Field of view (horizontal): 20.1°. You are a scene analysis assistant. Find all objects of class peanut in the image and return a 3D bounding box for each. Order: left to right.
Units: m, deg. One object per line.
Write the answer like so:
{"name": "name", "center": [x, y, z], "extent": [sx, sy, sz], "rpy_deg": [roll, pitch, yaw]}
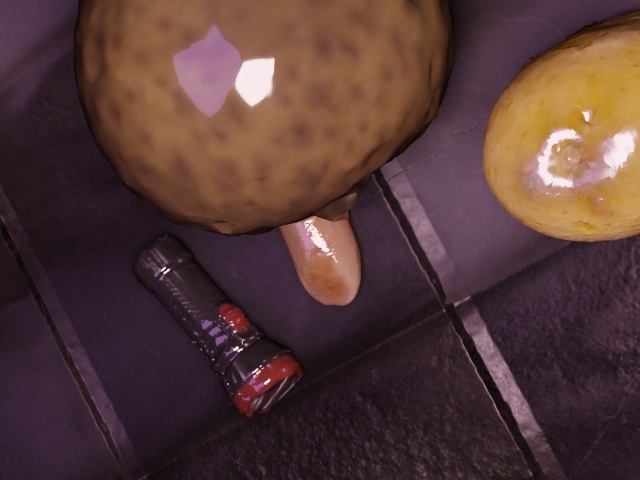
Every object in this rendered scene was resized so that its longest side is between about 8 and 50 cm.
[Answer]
{"name": "peanut", "center": [0.000, 0.000, 1.979], "extent": [0.076, 0.076, 0.152], "rpy_deg": [-22, 84, 31]}

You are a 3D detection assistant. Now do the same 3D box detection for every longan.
{"name": "longan", "center": [-0.058, -0.191, 1.813], "extent": [0.391, 0.391, 0.391], "rpy_deg": [5, 101, 29]}

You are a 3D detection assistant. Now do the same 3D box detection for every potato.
{"name": "potato", "center": [0.273, -0.097, 1.725], "extent": [0.285, 0.242, 0.242], "rpy_deg": [-1, 98, 27]}

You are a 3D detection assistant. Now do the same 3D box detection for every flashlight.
{"name": "flashlight", "center": [-0.121, 0.090, 2.058], "extent": [0.232, 0.093, 0.093], "rpy_deg": [49, 118, 18]}
